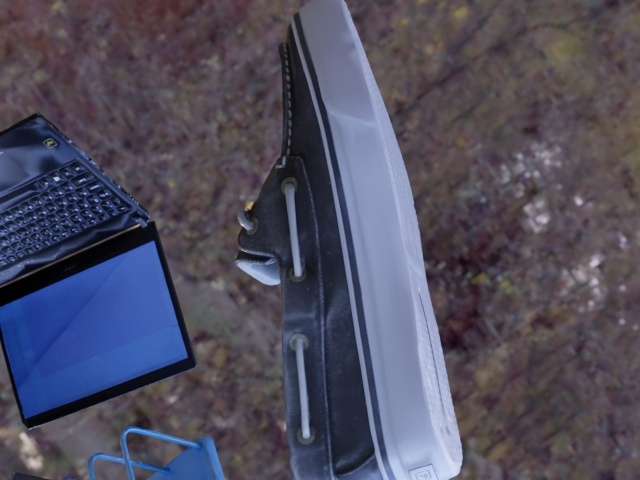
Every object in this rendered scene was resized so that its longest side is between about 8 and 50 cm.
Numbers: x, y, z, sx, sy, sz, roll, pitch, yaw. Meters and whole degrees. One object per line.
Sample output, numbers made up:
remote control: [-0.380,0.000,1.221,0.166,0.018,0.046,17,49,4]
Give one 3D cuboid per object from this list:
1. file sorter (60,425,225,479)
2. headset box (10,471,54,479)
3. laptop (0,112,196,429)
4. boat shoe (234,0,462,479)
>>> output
file sorter: [-0.162,0.241,0.994,0.170,0.118,0.104,-39,142,22]
headset box: [-0.260,0.417,1.405,0.131,0.283,0.246,-99,-155,-68]
laptop: [-0.287,0.040,1.250,0.234,0.264,0.136,-22,-137,25]
boat shoe: [0.000,0.000,0.803,0.119,0.335,0.121,-13,159,10]
